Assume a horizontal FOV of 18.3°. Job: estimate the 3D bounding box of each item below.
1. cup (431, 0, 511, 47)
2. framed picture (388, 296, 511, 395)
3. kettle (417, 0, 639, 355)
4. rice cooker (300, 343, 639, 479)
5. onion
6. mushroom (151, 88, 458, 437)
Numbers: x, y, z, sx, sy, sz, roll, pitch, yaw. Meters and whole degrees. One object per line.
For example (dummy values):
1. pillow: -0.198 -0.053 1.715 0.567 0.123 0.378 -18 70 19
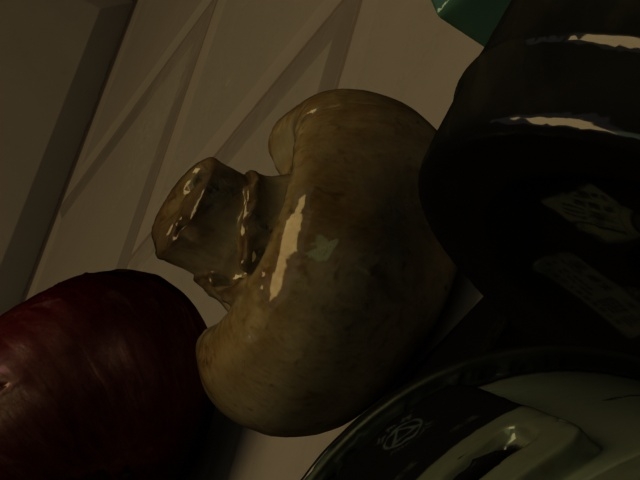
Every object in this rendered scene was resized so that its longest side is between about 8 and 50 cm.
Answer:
1. cup: 0.182 -0.236 1.288 0.236 0.134 0.148 -44 57 36
2. framed picture: 0.040 0.118 1.230 0.324 0.013 0.244 -51 -2 43
3. kettle: 0.194 -0.097 0.835 0.324 0.228 0.321 -61 12 -20
4. rice cooker: 0.101 0.160 0.671 0.280 0.241 0.227 -41 14 -10
5. onion: -0.219 0.195 1.749 0.348 0.285 0.347 -33 -18 -12
6. mushroom: 0.000 0.000 1.377 0.189 0.195 0.253 -35 33 58
